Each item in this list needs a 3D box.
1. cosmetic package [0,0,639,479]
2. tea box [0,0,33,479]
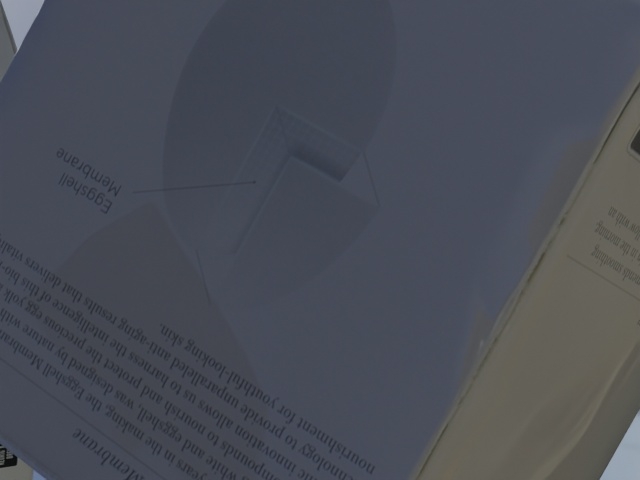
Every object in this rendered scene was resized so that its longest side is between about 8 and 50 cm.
[{"bbox_3d":[0.000,0.000,0.638,0.224,0.224,0.138,-60,-32,2],"label":"cosmetic package"},{"bbox_3d":[-0.344,0.033,1.116,0.329,0.323,0.220,101,155,-42],"label":"tea box"}]
